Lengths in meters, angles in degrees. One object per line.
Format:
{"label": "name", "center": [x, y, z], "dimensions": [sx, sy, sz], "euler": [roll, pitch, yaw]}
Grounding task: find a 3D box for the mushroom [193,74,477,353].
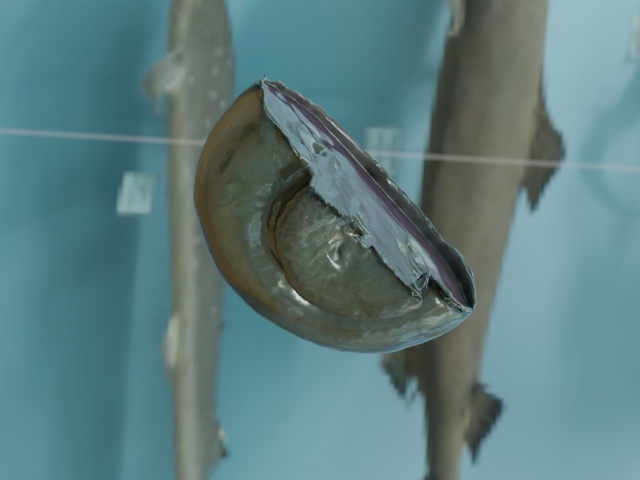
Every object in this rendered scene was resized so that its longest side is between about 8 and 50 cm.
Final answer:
{"label": "mushroom", "center": [0.000, 0.000, 0.867], "dimensions": [0.117, 0.188, 0.141], "euler": [-42, -164, 29]}
